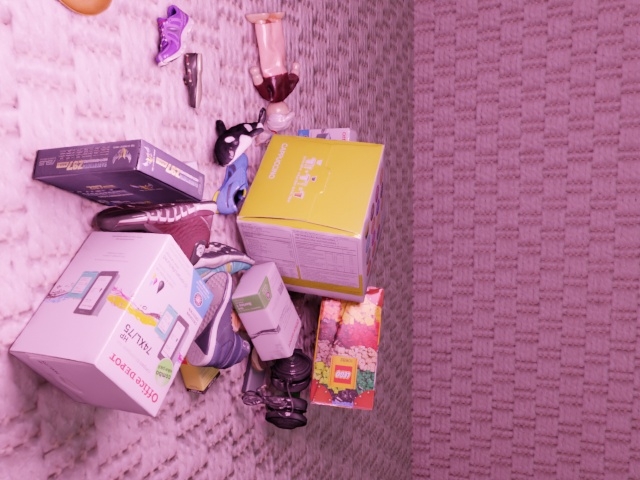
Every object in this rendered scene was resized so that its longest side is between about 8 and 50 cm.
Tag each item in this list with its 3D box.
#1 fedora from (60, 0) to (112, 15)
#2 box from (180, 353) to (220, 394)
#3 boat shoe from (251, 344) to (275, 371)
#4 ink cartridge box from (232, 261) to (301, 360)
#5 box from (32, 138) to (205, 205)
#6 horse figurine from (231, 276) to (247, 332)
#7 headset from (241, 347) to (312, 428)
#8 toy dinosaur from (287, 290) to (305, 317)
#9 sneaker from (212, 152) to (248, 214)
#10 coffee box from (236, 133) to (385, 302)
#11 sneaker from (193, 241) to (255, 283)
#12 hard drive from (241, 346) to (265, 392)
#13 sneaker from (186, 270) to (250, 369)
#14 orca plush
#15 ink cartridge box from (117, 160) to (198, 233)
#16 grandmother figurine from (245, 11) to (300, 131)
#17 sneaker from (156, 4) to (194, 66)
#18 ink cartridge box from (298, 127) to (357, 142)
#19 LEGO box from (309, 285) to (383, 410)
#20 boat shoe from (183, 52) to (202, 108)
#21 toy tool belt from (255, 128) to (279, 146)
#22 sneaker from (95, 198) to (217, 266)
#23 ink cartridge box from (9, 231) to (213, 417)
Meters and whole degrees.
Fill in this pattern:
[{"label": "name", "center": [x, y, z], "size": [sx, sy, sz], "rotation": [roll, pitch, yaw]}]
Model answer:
[{"label": "fedora", "center": [-0.421, -0.507, 1.005], "size": [0.194, 0.079, 0.194], "rotation": [2, 90, -68]}, {"label": "box", "center": [-0.309, 0.255, 1.356], "size": [0.087, 0.058, 0.232], "rotation": [-52, 138, -55]}, {"label": "boat shoe", "center": [-0.151, 0.286, 1.672], "size": [0.224, 0.073, 0.080], "rotation": [-83, 154, -43]}, {"label": "ink cartridge box", "center": [-0.144, 0.196, 1.532], "size": [0.160, 0.092, 0.219], "rotation": [-69, 142, -59]}, {"label": "box", "center": [-0.354, -0.114, 0.997], "size": [0.183, 0.232, 0.059], "rotation": [32, 60, -64]}, {"label": "horse figurine", "center": [-0.235, 0.191, 1.520], "size": [0.263, 0.066, 0.175], "rotation": [-3, 89, -69]}, {"label": "headset", "center": [-0.124, 0.461, 1.717], "size": [0.394, 0.185, 0.243], "rotation": [72, 23, -85]}, {"label": "toy dinosaur", "center": [-0.083, 0.099, 1.780], "size": [0.121, 0.160, 0.314], "rotation": [15, 67, -79]}, {"label": "sneaker", "center": [-0.220, -0.155, 1.507], "size": [0.069, 0.082, 0.209], "rotation": [61, 36, -47]}, {"label": "coffee box", "center": [-0.006, -0.066, 1.616], "size": [0.334, 0.338, 0.338], "rotation": [81, 21, -53]}, {"label": "sneaker", "center": [-0.271, 0.068, 1.418], "size": [0.275, 0.107, 0.110], "rotation": [-5, 116, -62]}, {"label": "hard drive", "center": [-0.195, 0.396, 1.679], "size": [0.094, 0.022, 0.135], "rotation": [47, 50, -59]}, {"label": "sneaker", "center": [-0.229, 0.198, 1.342], "size": [0.163, 0.086, 0.226], "rotation": [35, 65, -56]}, {"label": "orca plush", "center": [-0.221, -0.294, 1.472], "size": [0.102, 0.151, 0.287], "rotation": [48, 42, -15]}, {"label": "ink cartridge box", "center": [-0.347, -0.066, 1.249], "size": [0.232, 0.066, 0.189], "rotation": [-43, 130, -64]}, {"label": "grandmother figurine", "center": [-0.136, -0.497, 1.669], "size": [0.207, 0.104, 0.342], "rotation": [-21, 117, -36]}, {"label": "sneaker", "center": [-0.341, -0.456, 1.245], "size": [0.071, 0.068, 0.170], "rotation": [40, 45, -43]}, {"label": "ink cartridge box", "center": [0.022, -0.312, 1.921], "size": [0.082, 0.190, 0.140], "rotation": [-1, 93, -67]}, {"label": "LEGO box", "center": [0.085, 0.363, 1.914], "size": [0.500, 0.193, 0.373], "rotation": [86, 10, -78]}, {"label": "boat shoe", "center": [-0.306, -0.383, 1.340], "size": [0.049, 0.042, 0.133], "rotation": [-115, -154, -85]}, {"label": "toy tool belt", "center": [-0.166, -0.306, 1.675], "size": [0.083, 0.052, 0.051], "rotation": [-22, 143, -62]}, {"label": "sneaker", "center": [-0.332, 0.002, 1.179], "size": [0.281, 0.106, 0.163], "rotation": [-12, 110, -49]}, {"label": "ink cartridge box", "center": [-0.368, 0.149, 1.030], "size": [0.198, 0.197, 0.270], "rotation": [66, 34, -45]}]
